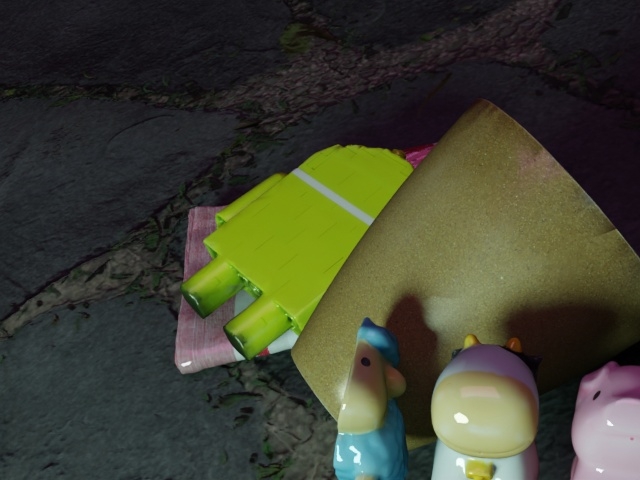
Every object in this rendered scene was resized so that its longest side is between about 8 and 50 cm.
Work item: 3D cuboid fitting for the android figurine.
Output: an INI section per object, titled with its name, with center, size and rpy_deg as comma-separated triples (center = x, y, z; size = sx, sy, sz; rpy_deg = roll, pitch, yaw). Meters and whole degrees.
[android figurine]
center = 0.000, 0.000, 1.068
size = 0.273, 0.056, 0.248
rpy_deg = -39, 44, -18

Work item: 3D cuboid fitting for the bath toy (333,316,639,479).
[bath toy]
center = 0.190, 0.137, 0.739
size = 0.348, 0.151, 0.129
rpy_deg = 8, 61, 12

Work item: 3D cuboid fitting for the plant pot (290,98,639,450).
[plant pot]
center = 0.108, 0.054, 0.894
size = 0.254, 0.237, 0.237
rpy_deg = -39, 39, 3

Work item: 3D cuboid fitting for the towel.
[towel]
center = 0.009, 0.009, 1.122
size = 0.329, 0.037, 0.237
rpy_deg = -15, 40, 10
